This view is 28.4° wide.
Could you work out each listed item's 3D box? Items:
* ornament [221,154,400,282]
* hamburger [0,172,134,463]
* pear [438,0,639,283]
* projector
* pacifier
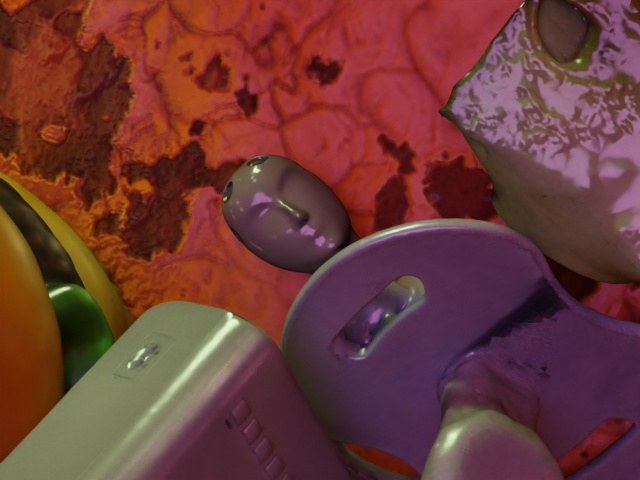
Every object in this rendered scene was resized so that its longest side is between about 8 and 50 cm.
[{"bbox_3d":[0.000,0.000,0.886,0.156,0.081,0.075,40,85,9],"label":"ornament"},{"bbox_3d":[-0.314,0.099,0.838,0.395,0.277,0.396,-1,82,8],"label":"hamburger"},{"bbox_3d":[0.249,-0.090,0.779,0.282,0.176,0.286,38,99,10],"label":"pear"},{"bbox_3d":[-0.079,0.192,0.751,0.108,0.250,0.198,9,47,42],"label":"projector"},{"bbox_3d":[0.098,0.124,0.774,0.279,0.207,0.227,33,116,-20],"label":"pacifier"}]
